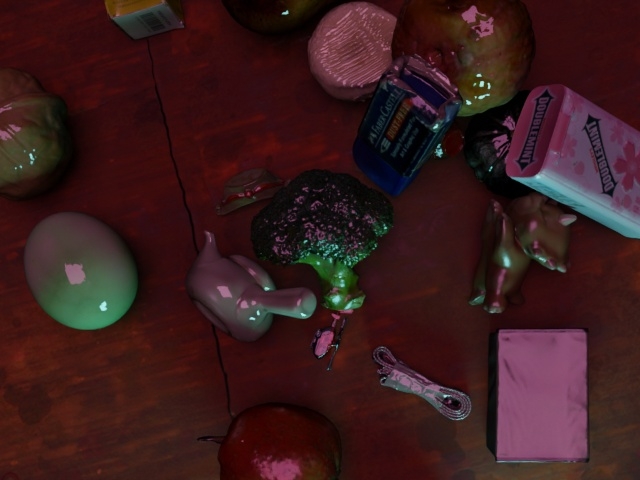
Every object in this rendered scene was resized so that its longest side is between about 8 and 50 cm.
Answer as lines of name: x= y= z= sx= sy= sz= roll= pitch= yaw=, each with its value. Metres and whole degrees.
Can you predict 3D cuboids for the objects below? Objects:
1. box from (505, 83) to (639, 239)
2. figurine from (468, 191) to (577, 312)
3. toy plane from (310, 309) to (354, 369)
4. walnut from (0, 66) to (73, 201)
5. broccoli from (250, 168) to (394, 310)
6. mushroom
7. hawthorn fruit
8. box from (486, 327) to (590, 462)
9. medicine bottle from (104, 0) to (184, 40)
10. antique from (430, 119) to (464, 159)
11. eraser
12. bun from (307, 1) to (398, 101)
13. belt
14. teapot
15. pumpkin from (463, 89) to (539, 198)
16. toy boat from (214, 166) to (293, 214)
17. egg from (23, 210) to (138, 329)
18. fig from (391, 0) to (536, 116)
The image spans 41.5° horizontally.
box: x=0.537 y=-0.142 z=1.634 sx=0.370 sy=0.112 sz=0.190 roll=23 pitch=85 yaw=-31
figurine: x=0.414 y=0.027 z=1.694 sx=0.173 sy=0.177 sz=0.247 roll=7 pitch=93 yaw=-8
toy plane: x=0.020 y=0.200 z=1.797 sx=0.060 sy=0.037 sz=0.145 roll=23 pitch=88 yaw=6
walnut: x=-0.673 y=-0.235 z=1.821 sx=0.282 sy=0.277 sz=0.253 roll=34 pitch=81 yaw=-2
broccoli: x=0.000 y=0.000 z=1.731 sx=0.298 sy=0.297 sz=0.297 roll=-6 pitch=110 yaw=7
mushroom: x=-0.065 y=-0.600 z=1.768 sx=0.346 sy=0.259 sz=0.345 roll=-12 pitch=43 yaw=12
hawthorn fruit: x=-0.108 y=0.444 z=1.685 sx=0.300 sy=0.254 sz=0.254 roll=9 pitch=85 yaw=12
box: x=0.426 y=0.300 z=1.672 sx=0.188 sy=0.153 sz=0.252 roll=-1 pitch=83 yaw=6
medicine bottle: x=-0.407 y=-0.595 z=1.893 sx=0.141 sy=0.137 sz=0.250 roll=-15 pitch=81 yaw=6
antique: x=0.249 y=-0.220 z=1.782 sx=0.104 sy=0.104 sz=0.104 roll=-1 pitch=84 yaw=8
eraser: x=0.159 y=-0.223 z=1.672 sx=0.155 sy=0.332 sz=0.101 roll=42 pitch=66 yaw=8
bun: x=0.078 y=-0.394 z=1.806 sx=0.220 sy=0.134 sz=0.220 roll=-2 pitch=80 yaw=11
belt: x=0.204 y=0.300 z=1.752 sx=0.232 sy=0.053 sz=0.071 roll=29 pitch=89 yaw=9
teapot: x=-0.138 y=0.127 z=1.723 sx=0.318 sy=0.220 sz=0.149 roll=31 pitch=71 yaw=30
pumpkin: x=0.402 y=-0.195 z=1.726 sx=0.221 sy=0.162 sz=0.220 roll=-2 pitch=80 yaw=11
toy boat: x=-0.152 y=-0.111 z=1.838 sx=0.185 sy=0.071 sz=0.089 roll=-19 pitch=39 yaw=5
egg: x=-0.509 y=0.061 z=1.791 sx=0.220 sy=0.220 sz=0.269 roll=-37 pitch=81 yaw=3
fig: x=0.320 y=-0.405 z=1.703 sx=0.286 sy=0.369 sz=0.286 roll=14 pitch=115 yaw=32
